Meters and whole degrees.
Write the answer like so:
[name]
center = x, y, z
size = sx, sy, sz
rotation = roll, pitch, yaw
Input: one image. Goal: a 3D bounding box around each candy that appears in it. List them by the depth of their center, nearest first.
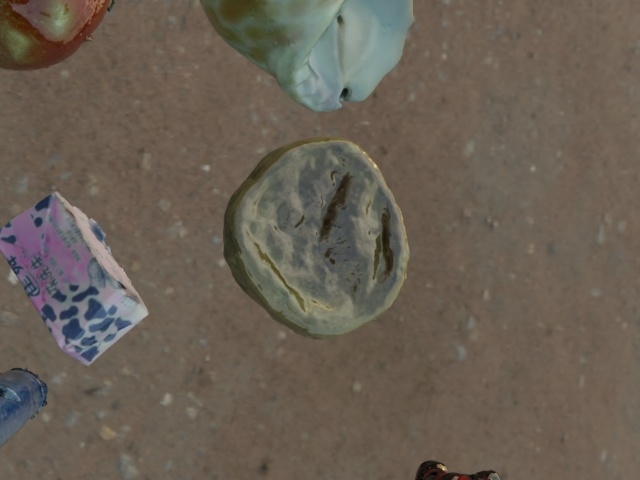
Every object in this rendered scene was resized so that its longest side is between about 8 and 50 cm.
[candy]
center = -0.251, 0.035, 1.113
size = 0.092, 0.160, 0.073
rotation = -39, 155, 0

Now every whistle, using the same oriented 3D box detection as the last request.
[whistle]
center = -0.316, 0.177, 0.984
size = 0.304, 0.062, 0.062
rotation = -70, 163, -83

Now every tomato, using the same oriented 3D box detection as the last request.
[tomato]
center = -0.458, -0.407, 1.624
size = 0.239, 0.304, 0.303
rotation = 44, 61, -68

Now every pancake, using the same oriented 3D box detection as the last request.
[pancake]
center = 0.000, 0.000, 1.571
size = 0.295, 0.049, 0.294
rotation = 1, 88, -21

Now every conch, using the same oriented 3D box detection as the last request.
[conch]
center = -0.015, -0.154, 0.608
size = 0.116, 0.106, 0.173
rotation = -39, 132, -2

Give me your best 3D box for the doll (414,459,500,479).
[doll]
center = 0.154, 0.276, 1.030
size = 0.127, 0.249, 0.088
rotation = -14, 101, -7
